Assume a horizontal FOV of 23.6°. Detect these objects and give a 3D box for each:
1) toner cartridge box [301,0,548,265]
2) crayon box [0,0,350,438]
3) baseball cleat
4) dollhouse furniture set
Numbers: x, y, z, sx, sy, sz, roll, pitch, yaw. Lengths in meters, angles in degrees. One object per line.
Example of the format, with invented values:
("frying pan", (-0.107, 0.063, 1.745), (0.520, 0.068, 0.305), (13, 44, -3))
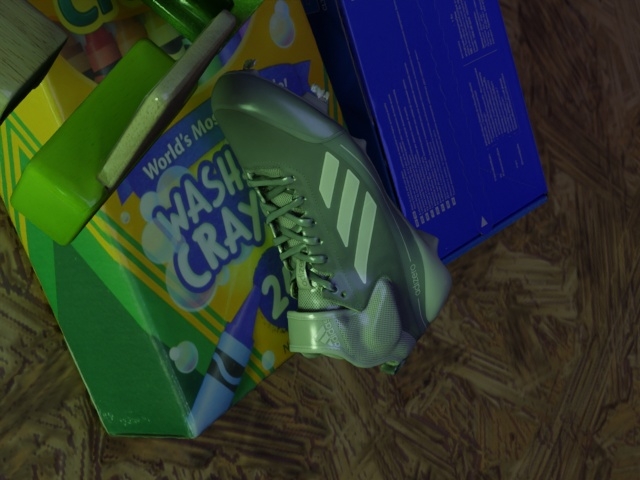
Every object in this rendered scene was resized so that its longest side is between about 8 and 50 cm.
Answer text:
("toner cartridge box", (0.039, -0.161, 1.018), (0.165, 0.075, 0.348), (-28, 107, -43))
("crayon box", (-0.091, -0.077, 0.866), (0.203, 0.083, 0.323), (-38, 113, -42))
("baseball cleat", (0.000, 0.000, 0.846), (0.206, 0.072, 0.109), (44, 63, -31))
("dollhouse furniture set", (-0.158, -0.176, 0.668), (0.301, 0.151, 0.197), (39, 54, -6))
